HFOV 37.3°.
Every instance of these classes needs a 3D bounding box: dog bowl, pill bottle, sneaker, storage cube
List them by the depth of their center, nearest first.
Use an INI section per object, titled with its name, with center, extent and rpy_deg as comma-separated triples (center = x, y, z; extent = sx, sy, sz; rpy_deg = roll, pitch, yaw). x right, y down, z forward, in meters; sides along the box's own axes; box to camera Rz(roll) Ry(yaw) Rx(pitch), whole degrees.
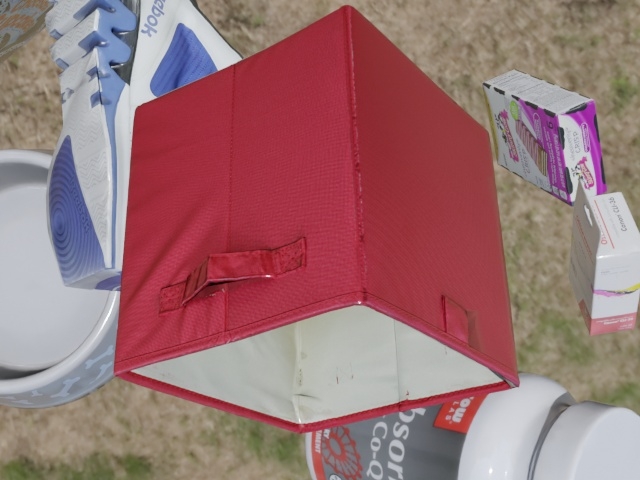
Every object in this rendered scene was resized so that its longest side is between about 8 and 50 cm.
[storage cube]
center = 0.000, 0.000, 0.615
extent = 0.183, 0.193, 0.215
rpy_deg = -19, 148, 32
[sneaker]
center = -0.146, -0.113, 0.879
extent = 0.182, 0.316, 0.127
rpy_deg = 4, 170, -39
[pill bottle]
center = 0.171, 0.244, 1.074
extent = 0.210, 0.363, 0.210
rpy_deg = -2, 93, -43
[dog bowl]
center = -0.385, 0.042, 1.215
extent = 0.348, 0.349, 0.102
rpy_deg = -31, 170, 0

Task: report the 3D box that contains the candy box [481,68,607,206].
[candy box]
center = 0.355, -0.170, 1.524
extent = 0.071, 0.233, 0.159
rpy_deg = -22, 116, -10

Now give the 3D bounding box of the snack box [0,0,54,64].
[snack box]
center = -0.447, -0.304, 1.287
extent = 0.187, 0.322, 0.060
rpy_deg = -42, 99, -7

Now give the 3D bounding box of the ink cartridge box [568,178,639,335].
[ink cartridge box]
center = 0.382, 0.019, 1.269
extent = 0.067, 0.115, 0.198
rpy_deg = -9, 135, 2
